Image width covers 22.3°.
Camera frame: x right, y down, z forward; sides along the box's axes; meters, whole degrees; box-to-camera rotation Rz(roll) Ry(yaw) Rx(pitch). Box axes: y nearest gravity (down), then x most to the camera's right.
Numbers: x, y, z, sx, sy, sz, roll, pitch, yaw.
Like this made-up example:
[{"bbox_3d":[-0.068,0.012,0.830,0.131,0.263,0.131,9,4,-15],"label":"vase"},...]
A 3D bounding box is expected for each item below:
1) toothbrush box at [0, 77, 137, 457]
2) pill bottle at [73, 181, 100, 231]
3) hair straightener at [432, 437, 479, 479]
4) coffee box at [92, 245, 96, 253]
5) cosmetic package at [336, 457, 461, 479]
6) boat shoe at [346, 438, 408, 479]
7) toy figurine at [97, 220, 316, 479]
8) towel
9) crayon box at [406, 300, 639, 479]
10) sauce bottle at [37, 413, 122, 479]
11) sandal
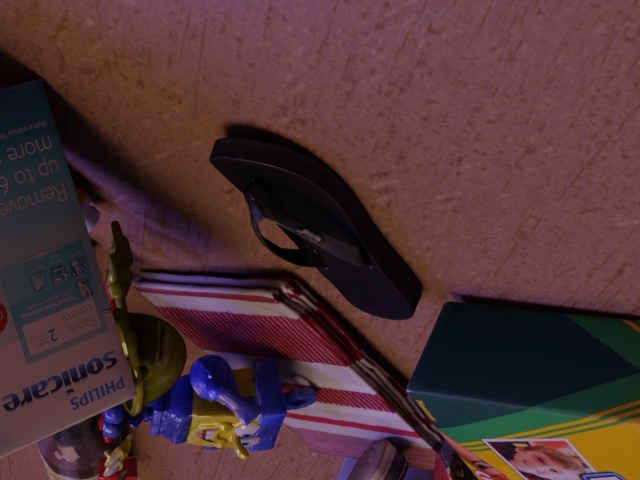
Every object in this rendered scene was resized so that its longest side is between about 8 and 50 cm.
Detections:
[{"bbox_3d":[-0.312,0.035,1.380,0.126,0.216,0.295,-4,103,49],"label":"toothbrush box"},{"bbox_3d":[-0.248,-0.040,1.533,0.043,0.043,0.083,-5,142,48],"label":"pill bottle"},{"bbox_3d":[0.156,0.195,1.597,0.089,0.047,0.230,-14,136,-12],"label":"hair straightener"},{"bbox_3d":[-0.491,0.105,1.699,0.334,0.337,0.338,31,156,-11],"label":"coffee box"},{"bbox_3d":[0.167,0.394,1.941,0.284,0.097,0.377,16,154,16],"label":"cosmetic package"},{"bbox_3d":[0.047,0.319,1.735,0.092,0.103,0.285,27,131,3],"label":"boat shoe"},{"bbox_3d":[-0.108,0.129,1.618,0.217,0.191,0.362,1,151,-10],"label":"toy figurine"},{"bbox_3d":[-0.019,0.134,1.675,0.237,0.037,0.329,1,144,46],"label":"towel"},{"bbox_3d":[0.295,0.203,1.421,0.313,0.106,0.363,6,149,37],"label":"crayon box"},{"bbox_3d":[-0.314,0.266,2.132,0.111,0.111,0.344,22,154,7],"label":"sauce bottle"},{"bbox_3d":[0.001,0.000,1.362,0.097,0.054,0.254,-2,144,45],"label":"sandal"}]
